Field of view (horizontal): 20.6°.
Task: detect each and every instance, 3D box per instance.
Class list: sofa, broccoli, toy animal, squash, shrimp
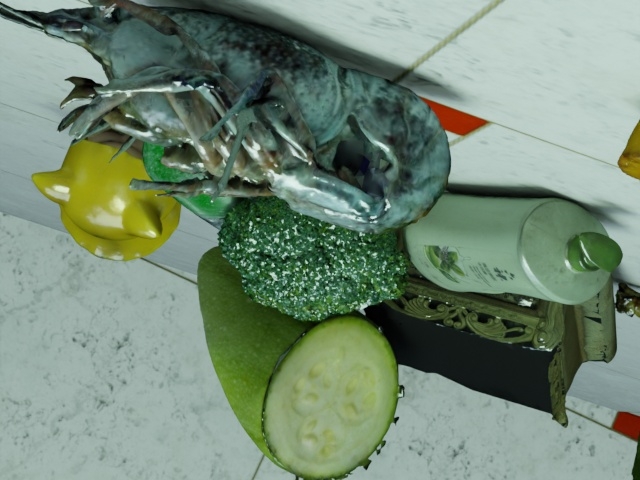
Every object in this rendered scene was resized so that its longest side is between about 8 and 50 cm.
[{"bbox_3d":[0.175,0.054,1.831,0.258,0.182,0.200,15,155,20],"label":"sofa"},{"bbox_3d":[0.000,0.000,1.646,0.195,0.156,0.195,25,150,16],"label":"broccoli"},{"bbox_3d":[-0.226,-0.049,1.946,0.156,0.156,0.230,18,176,2],"label":"toy animal"},{"bbox_3d":[-0.055,0.124,1.812,0.189,0.189,0.260,24,178,-40],"label":"squash"},{"bbox_3d":[-0.083,-0.094,1.238,0.372,0.137,0.172,11,-177,-8],"label":"shrimp"}]

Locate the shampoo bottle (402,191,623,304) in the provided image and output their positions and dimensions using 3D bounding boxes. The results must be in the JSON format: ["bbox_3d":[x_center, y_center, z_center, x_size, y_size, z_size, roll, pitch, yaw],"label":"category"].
[{"bbox_3d":[0.182,0.007,1.576,0.118,0.087,0.234,33,166,-29],"label":"shampoo bottle"}]

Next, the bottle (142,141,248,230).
[{"bbox_3d":[-0.079,-0.050,1.757,0.093,0.093,0.330,15,172,19],"label":"bottle"}]

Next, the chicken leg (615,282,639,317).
[{"bbox_3d":[0.386,0.091,1.832,0.178,0.070,0.093,22,-179,28],"label":"chicken leg"}]

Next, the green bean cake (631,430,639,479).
[{"bbox_3d":[0.439,0.228,1.963,0.156,0.249,0.247,15,173,19],"label":"green bean cake"}]

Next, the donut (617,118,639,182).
[{"bbox_3d":[0.247,-0.055,1.144,0.108,0.043,0.097,19,172,-19],"label":"donut"}]
